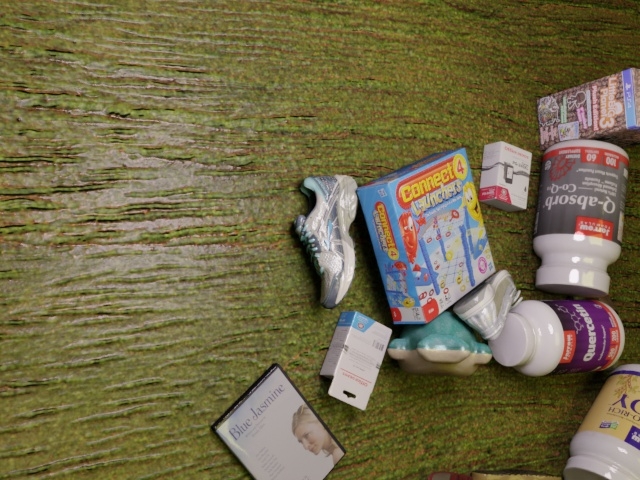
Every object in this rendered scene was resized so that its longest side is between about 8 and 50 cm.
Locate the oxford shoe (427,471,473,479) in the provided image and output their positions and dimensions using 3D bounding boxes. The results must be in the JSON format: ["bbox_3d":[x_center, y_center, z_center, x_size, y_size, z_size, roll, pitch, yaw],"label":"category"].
[{"bbox_3d":[0.391,0.613,1.538,0.348,0.123,0.130,15,104,6],"label":"oxford shoe"}]

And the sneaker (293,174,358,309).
[{"bbox_3d":[0.000,0.000,1.438,0.122,0.110,0.282,6,75,-19],"label":"sneaker"}]

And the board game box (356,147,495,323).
[{"bbox_3d":[0.240,-0.017,1.526,0.308,0.086,0.301,-28,106,-44],"label":"board game box"}]

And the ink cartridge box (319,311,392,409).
[{"bbox_3d":[0.068,0.249,1.464,0.104,0.060,0.180,30,70,-26],"label":"ink cartridge box"}]

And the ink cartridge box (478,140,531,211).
[{"bbox_3d":[0.458,-0.159,1.739,0.109,0.063,0.150,15,78,-29],"label":"ink cartridge box"}]

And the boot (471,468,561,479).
[{"bbox_3d":[0.445,0.674,1.629,0.236,0.089,0.269,4,81,-10],"label":"boot"}]

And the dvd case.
[{"bbox_3d":[-0.076,0.394,1.385,0.180,0.022,0.253,-43,107,-27],"label":"dvd case"}]

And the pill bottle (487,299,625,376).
[{"bbox_3d":[0.566,0.233,1.696,0.323,0.181,0.181,2,84,-31],"label":"pill bottle"}]

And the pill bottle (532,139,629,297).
[{"bbox_3d":[0.647,-0.050,1.757,0.210,0.210,0.362,16,77,-29],"label":"pill bottle"}]

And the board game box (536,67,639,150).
[{"bbox_3d":[0.747,-0.320,1.798,0.232,0.291,0.141,-1,85,-31],"label":"board game box"}]

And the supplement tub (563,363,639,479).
[{"bbox_3d":[0.780,0.504,1.765,0.241,0.241,0.331,51,62,-17],"label":"supplement tub"}]

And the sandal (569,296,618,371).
[{"bbox_3d":[0.751,0.204,1.867,0.120,0.086,0.302,-25,98,-31],"label":"sandal"}]

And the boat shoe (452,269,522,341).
[{"bbox_3d":[0.382,0.143,1.564,0.103,0.118,0.320,55,20,8],"label":"boat shoe"}]

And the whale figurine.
[{"bbox_3d":[0.249,0.210,1.465,0.216,0.272,0.141,2,77,8],"label":"whale figurine"}]
